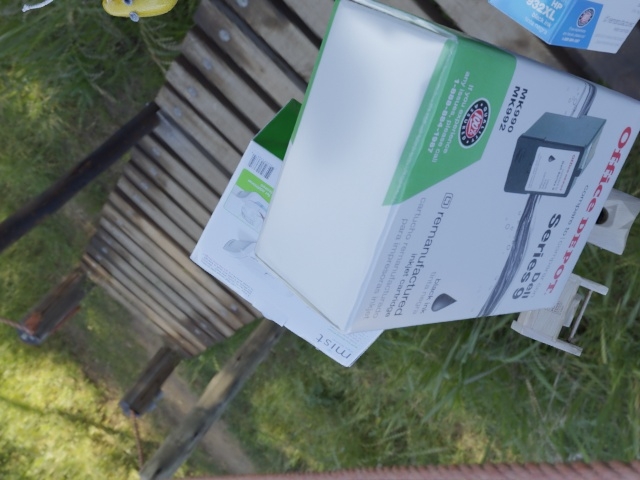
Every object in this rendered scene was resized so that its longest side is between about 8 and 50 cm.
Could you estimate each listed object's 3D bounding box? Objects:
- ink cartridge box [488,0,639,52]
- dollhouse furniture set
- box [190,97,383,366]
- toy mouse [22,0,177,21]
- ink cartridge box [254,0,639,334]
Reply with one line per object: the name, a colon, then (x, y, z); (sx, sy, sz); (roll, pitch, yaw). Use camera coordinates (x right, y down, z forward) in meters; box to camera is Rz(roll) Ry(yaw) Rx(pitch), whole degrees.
ink cartridge box: (0.411, -0.433, 0.934); (0.129, 0.223, 0.307); (49, 129, 30)
dollhouse furniture set: (0.254, 0.013, 0.790); (0.129, 0.184, 0.129); (21, -177, -7)
box: (0.000, 0.000, 0.857); (0.262, 0.127, 0.231); (34, 132, -1)
toy mouse: (-0.151, -0.224, 0.490); (0.031, 0.161, 0.143); (48, 158, 38)
ink cartridge box: (0.117, -0.052, 0.551); (0.121, 0.289, 0.211); (37, 116, 41)
